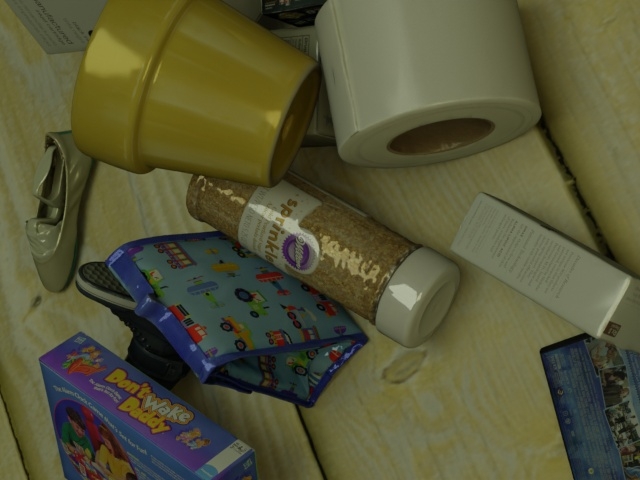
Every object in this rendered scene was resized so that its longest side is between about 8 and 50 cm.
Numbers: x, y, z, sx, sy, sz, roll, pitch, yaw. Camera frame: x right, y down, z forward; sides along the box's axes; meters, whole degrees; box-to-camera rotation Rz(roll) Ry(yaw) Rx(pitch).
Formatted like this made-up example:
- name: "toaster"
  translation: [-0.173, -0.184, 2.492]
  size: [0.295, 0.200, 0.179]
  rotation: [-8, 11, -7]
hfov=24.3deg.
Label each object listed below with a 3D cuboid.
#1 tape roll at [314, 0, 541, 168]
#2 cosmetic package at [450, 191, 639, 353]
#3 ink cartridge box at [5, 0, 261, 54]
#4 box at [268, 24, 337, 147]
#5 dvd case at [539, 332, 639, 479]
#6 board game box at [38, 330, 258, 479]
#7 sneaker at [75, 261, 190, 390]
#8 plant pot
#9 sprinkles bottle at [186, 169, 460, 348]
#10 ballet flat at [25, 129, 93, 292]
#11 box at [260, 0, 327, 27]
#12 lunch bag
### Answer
- name: "tape roll"
  translation: [0.126, -0.200, 1.759]
  size: [0.246, 0.246, 0.169]
  rotation: [-19, 75, 33]
- name: "cosmetic package"
  translation: [0.272, 0.036, 1.692]
  size: [0.231, 0.117, 0.085]
  rotation: [31, 97, 38]
- name: "ink cartridge box"
  translation: [-0.279, -0.419, 2.032]
  size: [0.395, 0.285, 0.166]
  rotation: [0, 50, 36]
- name: "box"
  translation: [-0.091, -0.197, 1.992]
  size: [0.311, 0.121, 0.148]
  rotation: [2, 86, 36]
- name: "dvd case"
  translation: [0.378, 0.170, 1.673]
  size: [0.253, 0.022, 0.180]
  rotation: [-23, 71, 32]
- name: "board game box"
  translation: [-0.224, 0.300, 1.991]
  size: [0.347, 0.078, 0.233]
  rotation: [29, 138, 34]
- name: "sneaker"
  translation: [-0.257, 0.125, 2.025]
  size: [0.163, 0.226, 0.086]
  rotation: [-55, 33, 23]
- name: "plant pot"
  translation: [-0.138, -0.179, 1.795]
  size: [0.239, 0.254, 0.254]
  rotation: [23, 100, 9]
- name: "sprinkles bottle"
  translation: [0.000, 0.000, 1.868]
  size: [0.355, 0.121, 0.121]
  rotation: [30, 103, 23]
- name: "ballet flat"
  translation: [-0.403, -0.046, 2.230]
  size: [0.086, 0.086, 0.248]
  rotation: [12, 93, 36]
- name: "box"
  translation: [0.063, -0.302, 1.858]
  size: [0.220, 0.175, 0.051]
  rotation: [-5, 82, 37]
- name: "lunch bag"
  translation: [-0.119, 0.088, 1.877]
  size: [0.138, 0.293, 0.221]
  rotation: [-52, 59, 20]
